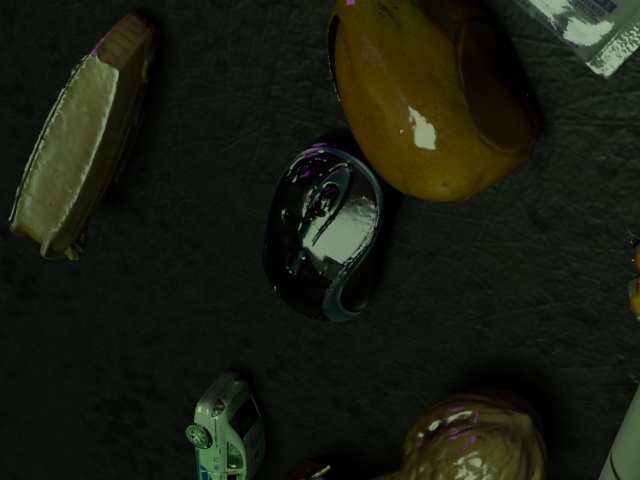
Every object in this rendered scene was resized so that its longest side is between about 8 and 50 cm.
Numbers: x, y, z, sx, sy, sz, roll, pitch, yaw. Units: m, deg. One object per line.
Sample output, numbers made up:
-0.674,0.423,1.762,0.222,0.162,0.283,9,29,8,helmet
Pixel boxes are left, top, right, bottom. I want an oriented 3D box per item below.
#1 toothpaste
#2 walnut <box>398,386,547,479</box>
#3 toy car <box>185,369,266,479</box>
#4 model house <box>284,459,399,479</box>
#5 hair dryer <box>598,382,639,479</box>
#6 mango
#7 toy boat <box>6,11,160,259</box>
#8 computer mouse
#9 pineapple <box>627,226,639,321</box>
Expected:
0.188,-0.270,1.399,0.282,0.068,0.099,40,160,-2,toothpaste
0.170,0.237,1.659,0.155,0.155,0.184,42,131,5,walnut
-0.113,0.274,1.919,0.076,0.090,0.224,11,124,21,toy car
-0.019,0.330,1.844,0.136,0.219,0.207,40,162,31,model house
0.463,0.275,1.522,0.362,0.128,0.203,22,129,12,hair dryer
0.090,-0.147,1.488,0.166,0.136,0.236,-14,104,42,mango
-0.261,-0.117,1.755,0.089,0.121,0.321,34,117,12,toy boat
0.000,0.000,1.666,0.137,0.096,0.233,29,131,17,computer mouse
0.395,0.043,1.438,0.225,0.076,0.225,16,123,27,pineapple
